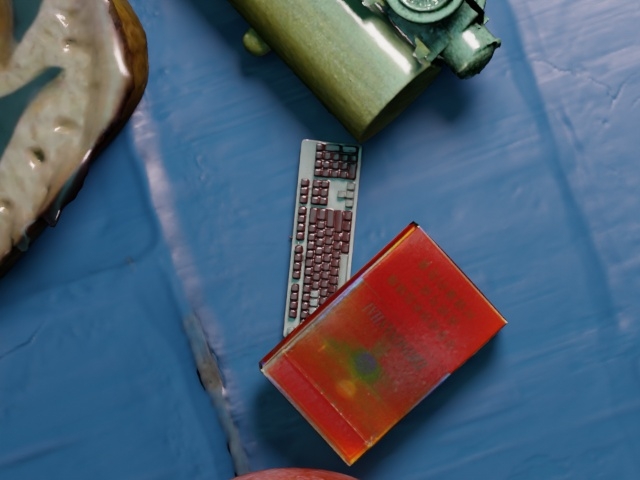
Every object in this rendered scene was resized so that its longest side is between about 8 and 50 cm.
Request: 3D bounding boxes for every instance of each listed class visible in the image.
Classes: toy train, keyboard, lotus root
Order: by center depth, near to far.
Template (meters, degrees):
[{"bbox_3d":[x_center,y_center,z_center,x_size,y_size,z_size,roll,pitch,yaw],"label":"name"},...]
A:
[{"bbox_3d":[0.002,-0.226,1.345,0.189,0.126,0.307,-42,83,2],"label":"toy train"},{"bbox_3d":[0.000,0.000,1.382,0.055,0.017,0.166,5,86,7],"label":"keyboard"},{"bbox_3d":[-0.338,-0.128,1.391,0.390,0.111,0.375,-6,86,3],"label":"lotus root"}]

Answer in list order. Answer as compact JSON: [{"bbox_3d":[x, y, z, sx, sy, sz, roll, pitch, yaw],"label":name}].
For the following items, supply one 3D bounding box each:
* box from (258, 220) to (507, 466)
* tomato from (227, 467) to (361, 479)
[{"bbox_3d":[0.050,0.083,1.345,0.175,0.048,0.112,-42,95,1],"label":"box"},{"bbox_3d":[-0.021,0.298,1.257,0.270,0.227,0.270,-1,103,-3],"label":"tomato"}]
